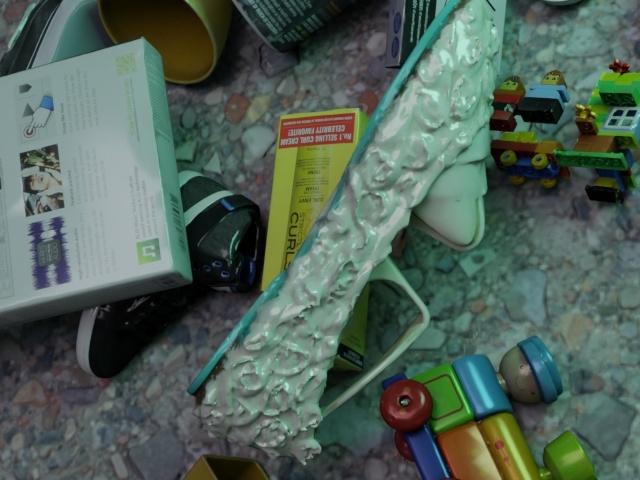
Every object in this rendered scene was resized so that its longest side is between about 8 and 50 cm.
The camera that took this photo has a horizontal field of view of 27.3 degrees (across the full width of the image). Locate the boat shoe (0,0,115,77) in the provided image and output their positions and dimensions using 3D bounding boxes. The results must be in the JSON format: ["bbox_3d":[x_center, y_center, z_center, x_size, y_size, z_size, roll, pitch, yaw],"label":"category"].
[{"bbox_3d":[-0.311,-0.118,1.348,0.105,0.113,0.306,17,86,38],"label":"boat shoe"}]

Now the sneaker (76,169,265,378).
[{"bbox_3d":[-0.131,0.045,1.219,0.121,0.079,0.217,24,82,31],"label":"sneaker"}]

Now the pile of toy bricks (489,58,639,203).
[{"bbox_3d":[0.240,-0.104,1.088,0.212,0.118,0.105,9,57,38],"label":"pile of toy bricks"}]

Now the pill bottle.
[{"bbox_3d":[0.024,-0.296,1.248,0.245,0.130,0.130,-34,60,10],"label":"pill bottle"}]

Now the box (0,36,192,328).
[{"bbox_3d":[-0.289,-0.038,1.224,0.321,0.058,0.232,-13,72,10],"label":"box"}]

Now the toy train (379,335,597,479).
[{"bbox_3d":[0.152,0.199,1.024,0.143,0.105,0.248,-24,62,0],"label":"toy train"}]

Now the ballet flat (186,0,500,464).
[{"bbox_3d":[0.050,0.005,1.064,0.147,0.147,0.409,37,96,31],"label":"ballet flat"}]

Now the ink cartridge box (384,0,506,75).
[{"bbox_3d":[0.116,-0.253,1.169,0.097,0.046,0.207,3,94,-16],"label":"ink cartridge box"}]

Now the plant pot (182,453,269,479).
[{"bbox_3d":[-0.085,0.242,1.126,0.083,0.081,0.081,-46,58,17],"label":"plant pot"}]

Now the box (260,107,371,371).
[{"bbox_3d":[0.000,0.000,1.186,0.087,0.058,0.232,-2,70,24],"label":"box"}]

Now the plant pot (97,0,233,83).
[{"bbox_3d":[-0.139,-0.238,1.316,0.134,0.134,0.095,12,52,28],"label":"plant pot"}]

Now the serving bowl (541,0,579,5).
[{"bbox_3d":[0.223,-0.247,1.194,0.083,0.027,0.083,-9,67,21],"label":"serving bowl"}]
